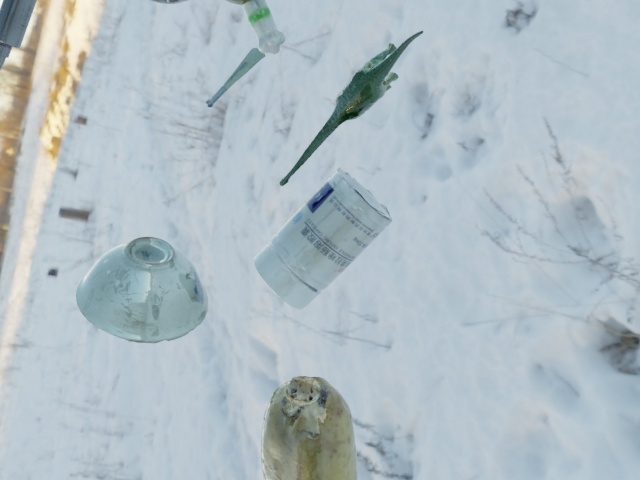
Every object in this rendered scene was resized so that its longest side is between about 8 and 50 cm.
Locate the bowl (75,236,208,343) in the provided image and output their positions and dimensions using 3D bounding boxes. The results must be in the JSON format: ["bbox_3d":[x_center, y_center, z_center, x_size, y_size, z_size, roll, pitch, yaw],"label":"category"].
[{"bbox_3d":[-0.404,0.080,1.761,0.313,0.313,0.146,-108,29,-53],"label":"bowl"}]

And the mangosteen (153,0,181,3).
[{"bbox_3d":[-0.383,-0.757,1.897,0.275,0.275,0.302,165,106,-66],"label":"mangosteen"}]

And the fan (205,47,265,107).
[{"bbox_3d":[-0.190,-0.363,1.678,0.193,0.038,0.016,-53,-23,-22],"label":"fan"}]

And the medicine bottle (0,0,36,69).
[{"bbox_3d":[-0.596,-0.413,1.449,0.199,0.057,0.057,-68,22,5],"label":"medicine bottle"}]

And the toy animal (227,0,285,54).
[{"bbox_3d":[-0.179,-0.539,1.430,0.181,0.180,0.363,135,120,-69],"label":"toy animal"}]

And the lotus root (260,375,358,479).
[{"bbox_3d":[-0.018,0.356,1.216,0.160,0.146,0.284,27,127,54],"label":"lotus root"}]

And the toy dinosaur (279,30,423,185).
[{"bbox_3d":[0.056,-0.301,1.692,0.301,0.087,0.447,-45,0,-28],"label":"toy dinosaur"}]

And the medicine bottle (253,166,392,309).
[{"bbox_3d":[0.000,0.000,1.872,0.332,0.190,0.190,-46,30,12],"label":"medicine bottle"}]
